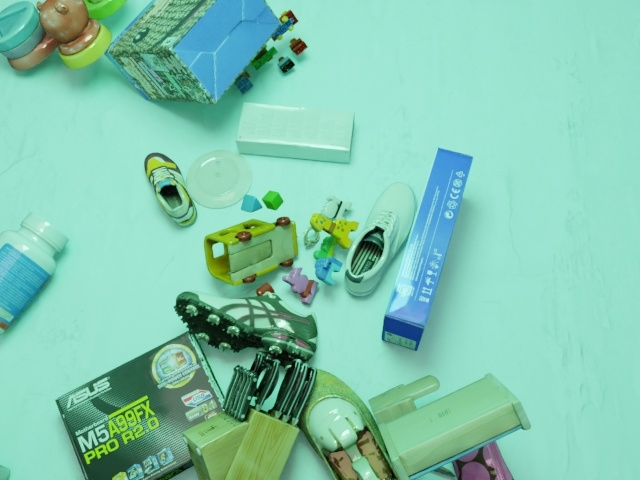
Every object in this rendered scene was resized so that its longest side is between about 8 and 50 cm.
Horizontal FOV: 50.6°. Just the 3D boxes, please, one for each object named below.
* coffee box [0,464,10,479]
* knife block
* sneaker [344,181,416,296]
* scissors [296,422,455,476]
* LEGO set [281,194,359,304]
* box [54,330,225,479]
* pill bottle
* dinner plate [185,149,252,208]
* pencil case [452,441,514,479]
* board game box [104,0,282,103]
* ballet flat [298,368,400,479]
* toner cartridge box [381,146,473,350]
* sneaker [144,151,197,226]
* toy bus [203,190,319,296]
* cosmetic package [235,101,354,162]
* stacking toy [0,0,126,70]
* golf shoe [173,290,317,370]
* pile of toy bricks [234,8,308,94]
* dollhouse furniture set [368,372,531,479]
[{"bbox_3d":[-0.765,0.436,1.028,0.335,0.338,0.337,17,69,10],"label":"coffee box"},{"bbox_3d":[-0.094,0.339,1.146,0.242,0.088,0.275,-22,103,-27],"label":"knife block"},{"bbox_3d":[0.123,-0.012,1.321,0.094,0.091,0.258,21,69,10],"label":"sneaker"},{"bbox_3d":[0.088,0.365,1.206,0.297,0.021,0.109,35,72,13],"label":"scissors"},{"bbox_3d":[0.000,0.000,1.297,0.093,0.087,0.227,32,70,-26],"label":"LEGO set"},{"bbox_3d":[-0.305,0.319,1.213,0.270,0.060,0.216,-26,69,-9],"label":"box"},{"bbox_3d":[-0.590,0.059,1.297,0.124,0.124,0.221,30,72,14],"label":"pill bottle"},{"bbox_3d":[-0.214,-0.133,1.425,0.141,0.017,0.141,0,66,1],"label":"dinner plate"},{"bbox_3d":[0.275,0.377,1.149,0.095,0.098,0.209,-11,67,-22],"label":"pencil case"},{"bbox_3d":[-0.268,-0.417,1.403,0.291,0.141,0.232,15,63,47],"label":"board game box"},{"bbox_3d":[0.060,0.365,1.136,0.123,0.123,0.348,-28,74,-10],"label":"ballet flat"},{"bbox_3d":[0.199,0.017,1.268,0.075,0.165,0.347,17,68,9],"label":"toner cartridge box"},{"bbox_3d":[-0.312,-0.119,1.382,0.070,0.084,0.185,-33,70,-5],"label":"sneaker"},{"bbox_3d":[-0.128,0.007,1.311,0.104,0.202,0.190,17,73,41],"label":"toy bus"},{"bbox_3d":[-0.051,-0.227,1.434,0.239,0.060,0.098,6,66,5],"label":"cosmetic package"},{"bbox_3d":[-0.579,-0.513,1.478,0.309,0.130,0.279,3,60,28],"label":"stacking toy"},{"bbox_3d":[-0.134,0.147,1.248,0.273,0.105,0.120,25,48,-10],"label":"golf shoe"},{"bbox_3d":[-0.138,-0.424,1.511,0.212,0.118,0.105,-38,42,3],"label":"pile of toy bricks"},{"bbox_3d":[0.241,0.387,1.066,0.198,0.286,0.303,-24,97,-1],"label":"dollhouse furniture set"}]
